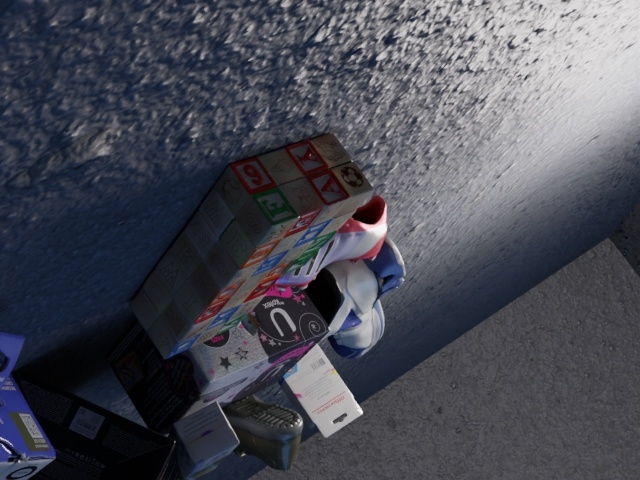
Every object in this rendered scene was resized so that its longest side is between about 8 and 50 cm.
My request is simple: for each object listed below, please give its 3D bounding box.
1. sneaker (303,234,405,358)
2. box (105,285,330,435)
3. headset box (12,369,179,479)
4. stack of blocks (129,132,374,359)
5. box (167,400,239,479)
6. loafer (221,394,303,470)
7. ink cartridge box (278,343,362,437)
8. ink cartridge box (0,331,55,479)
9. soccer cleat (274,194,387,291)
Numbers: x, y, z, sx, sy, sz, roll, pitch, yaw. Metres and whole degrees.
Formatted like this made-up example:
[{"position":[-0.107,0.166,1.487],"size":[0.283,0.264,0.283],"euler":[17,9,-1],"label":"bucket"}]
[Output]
[{"position":[0.015,0.107,1.942],"size":[0.182,0.127,0.315],"euler":[-26,157,-22],"label":"sneaker"},{"position":[-0.137,0.144,1.623],"size":[0.247,0.142,0.163],"euler":[-20,160,-48],"label":"box"},{"position":[-0.304,0.292,1.530],"size":[0.293,0.218,0.110],"euler":[107,7,-69],"label":"headset box"},{"position":[-0.088,0.010,1.405],"size":[0.171,0.087,0.297],"euler":[-22,161,-44],"label":"stack of blocks"},{"position":[-0.170,0.284,1.605],"size":[0.067,0.063,0.324],"euler":[-27,170,-18],"label":"box"},{"position":[-0.118,0.273,1.701],"size":[0.094,0.087,0.251],"euler":[-13,-164,-34],"label":"loafer"},{"position":[-0.006,0.315,2.424],"size":[0.104,0.181,0.061],"euler":[-30,165,-20],"label":"ink cartridge box"},{"position":[-0.454,0.240,1.180],"size":[0.395,0.151,0.270],"euler":[-35,167,4],"label":"ink cartridge box"},{"position":[0.000,0.000,1.642],"size":[0.248,0.083,0.095],"euler":[-16,128,-42],"label":"soccer cleat"}]
